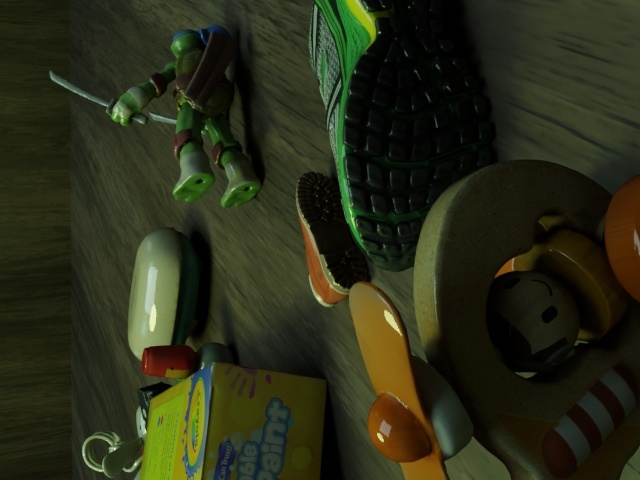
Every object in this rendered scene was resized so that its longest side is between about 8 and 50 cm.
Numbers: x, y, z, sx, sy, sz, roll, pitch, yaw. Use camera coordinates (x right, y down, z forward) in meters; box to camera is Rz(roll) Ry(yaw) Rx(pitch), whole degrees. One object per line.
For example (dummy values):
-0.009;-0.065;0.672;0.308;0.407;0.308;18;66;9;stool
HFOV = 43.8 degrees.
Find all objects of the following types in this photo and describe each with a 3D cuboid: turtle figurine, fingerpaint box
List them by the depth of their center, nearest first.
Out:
-0.144;0.418;1.059;0.371;0.163;0.445;142;137;-60;fingerpaint box
-0.213;-0.164;1.195;0.198;0.274;0.266;58;-170;-66;turtle figurine

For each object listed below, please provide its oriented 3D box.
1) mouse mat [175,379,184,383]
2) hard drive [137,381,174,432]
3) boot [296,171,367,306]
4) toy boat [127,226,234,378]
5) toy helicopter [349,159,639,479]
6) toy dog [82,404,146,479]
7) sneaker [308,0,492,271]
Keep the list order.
-0.208;0.302;1.408;0.189;0.007;0.153;-4;112;63;mouse mat
-0.246;0.439;1.457;0.237;0.064;0.339;-8;94;64;hard drive
0.000;0.000;0.929;0.085;0.059;0.158;124;134;-60;boot
-0.251;0.141;1.406;0.318;0.148;0.268;-121;41;-56;toy boat
0.129;0.128;0.468;0.140;0.235;0.355;-17;79;64;toy helicopter
-0.365;0.499;1.634;0.161;0.220;0.334;90;156;-69;toy dog
0.061;-0.138;0.724;0.146;0.134;0.344;137;133;-67;sneaker
